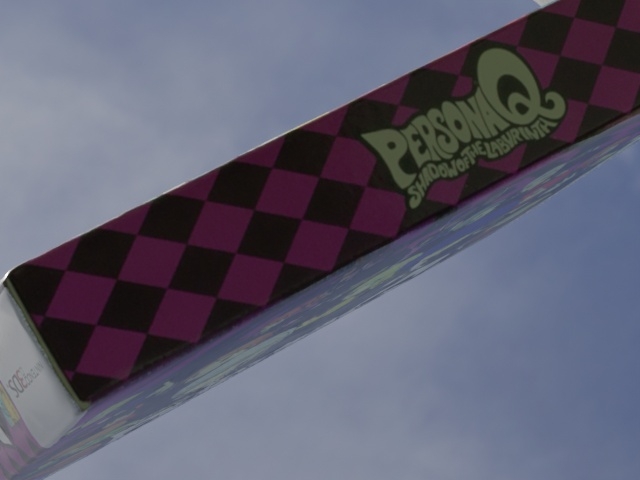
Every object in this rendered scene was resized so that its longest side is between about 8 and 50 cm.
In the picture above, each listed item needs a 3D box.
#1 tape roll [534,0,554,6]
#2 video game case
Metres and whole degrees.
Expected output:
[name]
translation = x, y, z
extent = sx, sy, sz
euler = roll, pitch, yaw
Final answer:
[tape roll]
translation = 0.162, -0.282, 0.901
extent = 0.072, 0.392, 0.392
euler = -16, -114, -28
[video game case]
translation = 0.000, 0.000, 0.549
extent = 0.232, 0.210, 0.042
euler = -28, -95, -24
